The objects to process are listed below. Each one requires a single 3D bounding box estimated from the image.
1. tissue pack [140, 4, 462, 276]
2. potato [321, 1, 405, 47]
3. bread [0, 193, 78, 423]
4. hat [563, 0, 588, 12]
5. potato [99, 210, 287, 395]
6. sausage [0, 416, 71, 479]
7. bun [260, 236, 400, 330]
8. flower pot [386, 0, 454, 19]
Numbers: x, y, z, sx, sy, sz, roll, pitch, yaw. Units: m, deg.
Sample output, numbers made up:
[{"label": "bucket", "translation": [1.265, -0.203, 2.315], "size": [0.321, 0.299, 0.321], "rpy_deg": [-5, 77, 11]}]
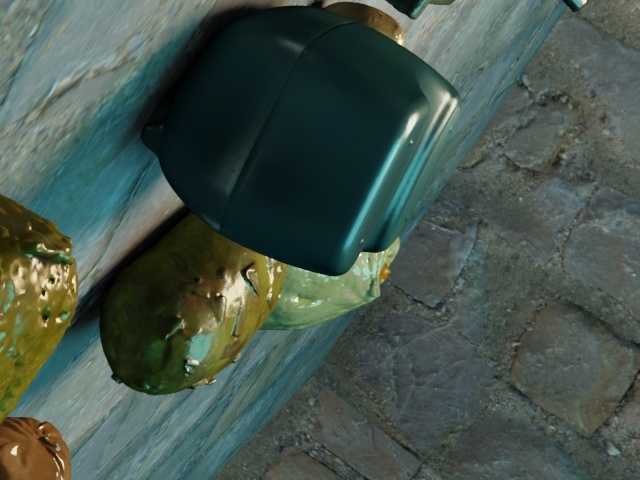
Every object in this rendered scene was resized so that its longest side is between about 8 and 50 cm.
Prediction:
[{"label": "tissue pack", "translation": [-0.014, -0.093, 1.580], "size": [0.198, 0.206, 0.287], "rpy_deg": [-63, 172, 14]}, {"label": "potato", "translation": [0.017, -0.165, 1.786], "size": [0.112, 0.112, 0.147], "rpy_deg": [-46, 178, -41]}, {"label": "bread", "translation": [-0.245, 0.064, 1.063], "size": [0.240, 0.139, 0.240], "rpy_deg": [-51, 173, -9]}, {"label": "hat", "translation": [0.235, -0.417, 1.733], "size": [0.366, 0.257, 0.381], "rpy_deg": [-63, -161, 11]}, {"label": "potato", "translation": [-0.111, 0.049, 1.873], "size": [0.176, 0.141, 0.298], "rpy_deg": [-46, 178, 40]}, {"label": "sausage", "translation": [-0.333, 0.296, 1.775], "size": [0.304, 0.121, 0.121], "rpy_deg": [-57, 172, 23]}, {"label": "bun", "translation": [0.000, 0.000, 2.166], "size": [0.293, 0.187, 0.293], "rpy_deg": [-52, 176, -5]}, {"label": "flower pot", "translation": [0.099, -0.279, 1.717], "size": [0.108, 0.103, 0.229], "rpy_deg": [-54, 174, 19]}]
